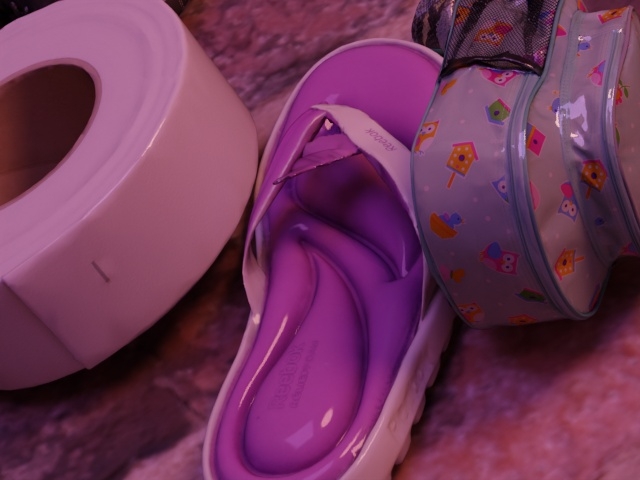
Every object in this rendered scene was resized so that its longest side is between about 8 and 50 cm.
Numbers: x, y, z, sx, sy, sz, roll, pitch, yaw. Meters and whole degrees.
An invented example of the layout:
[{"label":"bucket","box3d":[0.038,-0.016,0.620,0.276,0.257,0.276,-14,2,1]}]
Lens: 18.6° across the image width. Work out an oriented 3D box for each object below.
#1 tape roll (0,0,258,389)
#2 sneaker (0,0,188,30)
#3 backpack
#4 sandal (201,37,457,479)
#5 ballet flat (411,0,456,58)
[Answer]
[{"label":"tape roll","box3d":[-0.186,-0.038,1.335,0.286,0.100,0.286,-22,40,19]},{"label":"sneaker","box3d":[-0.223,-0.198,1.545,0.272,0.100,0.108,-2,54,26]},{"label":"backpack","box3d":[0.133,-0.043,1.153,0.144,0.166,0.188,2,44,32]},{"label":"sandal","box3d":[0.015,-0.003,1.226,0.169,0.102,0.416,-10,45,19]},{"label":"ballet flat","box3d":[0.116,-0.202,1.401,0.070,0.070,0.188,8,50,33]}]
